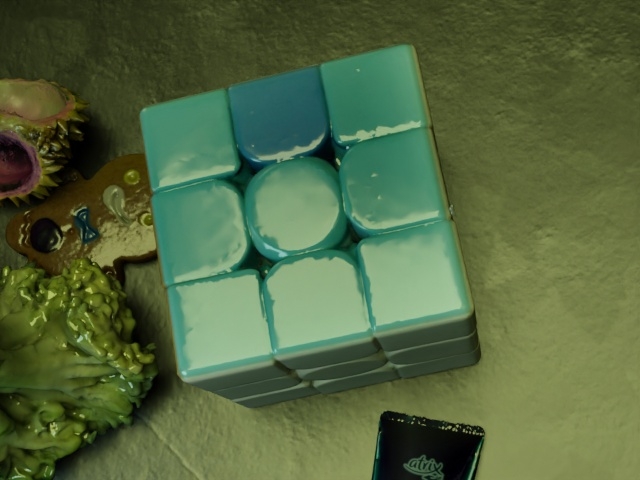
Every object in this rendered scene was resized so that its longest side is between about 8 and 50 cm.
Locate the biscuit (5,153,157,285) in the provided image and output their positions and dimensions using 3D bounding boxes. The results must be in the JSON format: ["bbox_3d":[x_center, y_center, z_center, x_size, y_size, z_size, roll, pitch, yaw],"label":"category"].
[{"bbox_3d":[-0.273,-0.021,1.368,0.236,0.039,0.180,-27,71,0],"label":"biscuit"}]

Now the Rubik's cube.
[{"bbox_3d":[0.000,0.000,1.182,0.290,0.291,0.291,-12,75,7],"label":"Rubik's cube"}]

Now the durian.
[{"bbox_3d":[-0.403,-0.139,1.376,0.260,0.154,0.186,21,57,22],"label":"durian"}]

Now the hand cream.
[{"bbox_3d":[0.098,0.326,1.207,0.120,0.061,0.270,7,69,17],"label":"hand cream"}]

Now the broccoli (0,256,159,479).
[{"bbox_3d":[-0.357,0.149,1.206,0.348,0.281,0.293,3,78,7],"label":"broccoli"}]
